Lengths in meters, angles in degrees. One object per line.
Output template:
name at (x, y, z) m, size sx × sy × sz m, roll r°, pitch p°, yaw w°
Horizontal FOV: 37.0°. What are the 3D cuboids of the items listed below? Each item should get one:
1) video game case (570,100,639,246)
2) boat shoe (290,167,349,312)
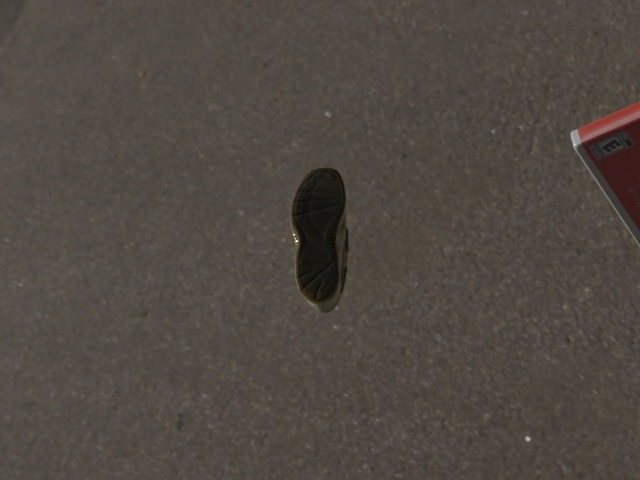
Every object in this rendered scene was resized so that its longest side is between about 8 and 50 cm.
video game case at (0.411, -0.097, 0.916) m, size 0.285 × 0.204 × 0.025 m, roll -24°, pitch 46°, yaw 24°
boat shoe at (0.000, 0.000, 0.834) m, size 0.050 × 0.045 × 0.135 m, roll 0°, pitch 59°, yaw 10°
